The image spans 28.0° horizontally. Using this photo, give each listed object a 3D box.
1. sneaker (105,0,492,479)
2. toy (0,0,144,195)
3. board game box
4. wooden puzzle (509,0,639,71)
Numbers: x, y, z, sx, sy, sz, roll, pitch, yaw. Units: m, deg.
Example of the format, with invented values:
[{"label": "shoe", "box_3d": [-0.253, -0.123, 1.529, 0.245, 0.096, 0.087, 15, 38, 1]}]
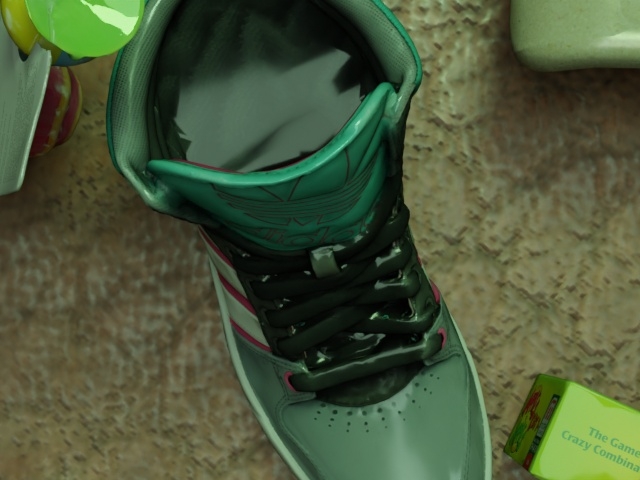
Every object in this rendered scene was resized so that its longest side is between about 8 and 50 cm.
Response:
[{"label": "sneaker", "box_3d": [0.000, 0.000, 0.530, 0.124, 0.178, 0.295, -23, 86, 0]}, {"label": "toy", "box_3d": [-0.123, -0.078, 0.532, 0.056, 0.237, 0.136, 12, 84, -24]}, {"label": "board game box", "box_3d": [0.176, 0.116, 0.560, 0.181, 0.092, 0.043, 25, 87, 3]}, {"label": "wooden puzzle", "box_3d": [0.255, -0.224, 0.523, 0.348, 0.080, 0.322, 1, 73, 14]}]
